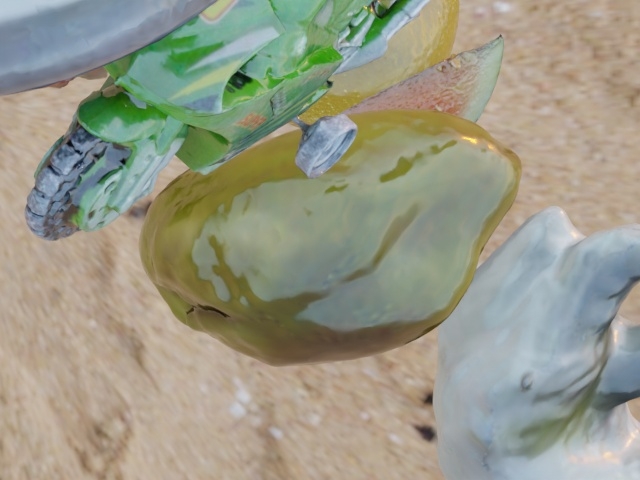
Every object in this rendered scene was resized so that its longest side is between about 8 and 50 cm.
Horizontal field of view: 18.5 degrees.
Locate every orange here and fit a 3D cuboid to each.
[{"bbox_3d":[0.016,-0.206,1.793,0.236,0.236,0.236,-1,94,-11],"label":"orange"}]

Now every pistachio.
[{"bbox_3d":[0.001,-0.001,0.897,0.189,0.110,0.100,-12,66,15],"label":"pistachio"}]

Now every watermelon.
[{"bbox_3d":[0.043,-0.089,1.567,0.245,0.119,0.063,-24,73,6],"label":"watermelon"}]

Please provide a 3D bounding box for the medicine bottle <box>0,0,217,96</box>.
[{"bbox_3d":[-0.108,-0.182,0.464,0.165,0.165,0.273,-18,128,-10],"label":"medicine bottle"}]

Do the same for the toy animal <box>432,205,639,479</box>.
[{"bbox_3d":[0.174,0.152,1.333,0.266,0.308,0.188,33,48,14],"label":"toy animal"}]

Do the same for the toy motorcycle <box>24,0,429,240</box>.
[{"bbox_3d":[-0.020,-0.070,0.627,0.074,0.106,0.190,42,53,14],"label":"toy motorcycle"}]

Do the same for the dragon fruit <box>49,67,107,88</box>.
[{"bbox_3d":[-0.254,-0.228,1.751,0.193,0.274,0.192,-13,88,-7],"label":"dragon fruit"}]
